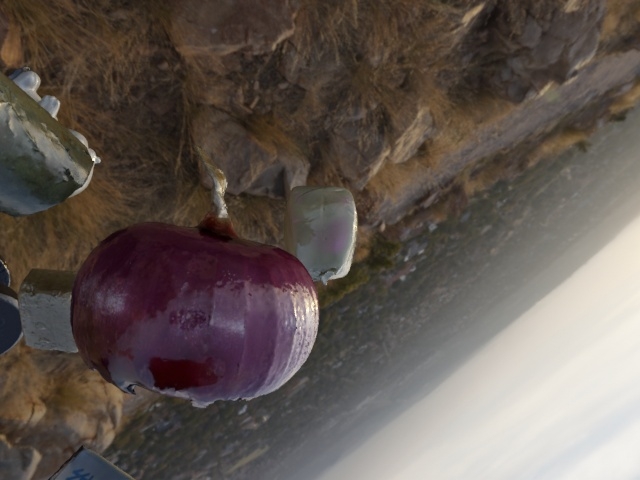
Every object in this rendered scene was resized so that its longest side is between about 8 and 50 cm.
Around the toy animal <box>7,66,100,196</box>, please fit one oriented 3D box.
[{"bbox_3d":[-0.671,-0.240,1.046,0.174,0.289,0.249,-43,156,-33],"label":"toy animal"}]

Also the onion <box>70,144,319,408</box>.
[{"bbox_3d":[-0.169,0.080,0.670,0.358,0.358,0.345,-6,127,-50],"label":"onion"}]

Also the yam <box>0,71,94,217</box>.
[{"bbox_3d":[-0.430,-0.143,0.540,0.161,0.161,0.268,-38,151,-2],"label":"yam"}]

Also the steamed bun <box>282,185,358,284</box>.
[{"bbox_3d":[0.000,0.000,0.987,0.169,0.153,0.239,-1,137,-2],"label":"steamed bun"}]

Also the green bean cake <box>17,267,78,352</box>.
[{"bbox_3d":[-0.550,0.147,0.924,0.109,0.085,0.179,11,126,-13],"label":"green bean cake"}]

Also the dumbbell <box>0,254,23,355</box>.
[{"bbox_3d":[-0.914,0.152,1.163,0.203,0.322,0.204,-23,128,-34],"label":"dumbbell"}]

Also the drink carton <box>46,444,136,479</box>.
[{"bbox_3d":[-0.240,0.373,0.356,0.324,0.194,0.132,-49,145,-44],"label":"drink carton"}]
